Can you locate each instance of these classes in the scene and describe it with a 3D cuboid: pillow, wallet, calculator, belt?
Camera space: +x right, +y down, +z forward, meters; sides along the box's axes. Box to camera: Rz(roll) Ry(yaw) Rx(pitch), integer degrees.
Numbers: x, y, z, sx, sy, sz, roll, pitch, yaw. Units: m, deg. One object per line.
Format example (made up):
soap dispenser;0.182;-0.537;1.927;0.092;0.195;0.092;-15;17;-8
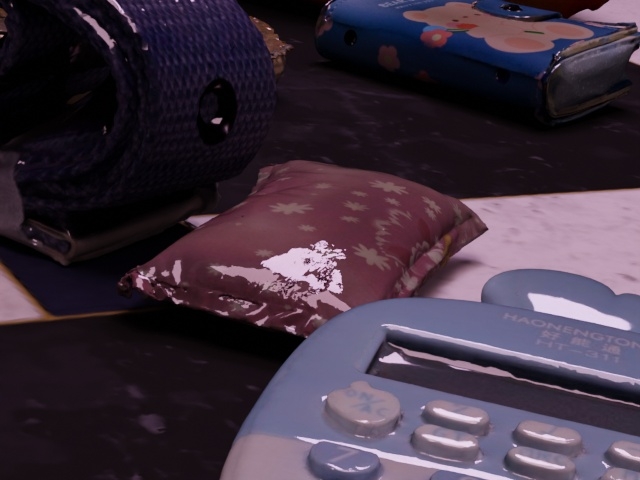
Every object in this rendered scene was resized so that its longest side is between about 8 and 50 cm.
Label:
pillow;0.000;0.000;0.663;0.118;0.043;0.185;15;21;14
wallet;0.117;-0.138;1.081;0.202;0.059;0.141;19;29;35
calculator;0.070;0.076;0.477;0.188;0.042;0.302;11;20;13
belt;-0.135;-0.081;0.718;0.230;0.139;0.126;15;17;29

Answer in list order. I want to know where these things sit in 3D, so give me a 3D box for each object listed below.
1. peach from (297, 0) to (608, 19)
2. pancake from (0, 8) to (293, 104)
peach;0.089;-0.353;1.317;0.406;0.310;0.335;14;23;18
pancake;-0.161;-0.133;0.972;0.282;0.049;0.282;8;19;-3
